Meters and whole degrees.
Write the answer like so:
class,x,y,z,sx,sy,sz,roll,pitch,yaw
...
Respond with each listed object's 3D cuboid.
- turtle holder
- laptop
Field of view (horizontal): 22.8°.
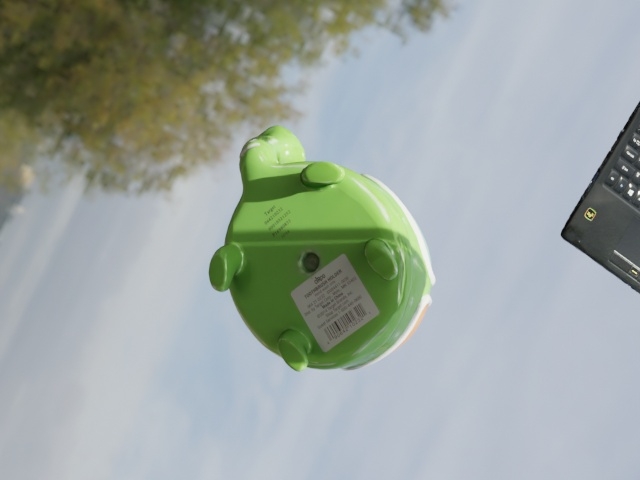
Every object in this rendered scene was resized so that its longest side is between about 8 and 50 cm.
class,x,y,z,sx,sy,sz,roll,pitch,yaw
turtle holder,-0.003,0.020,1.965,0.227,0.320,0.243,11,106,-64
laptop,0.402,-0.048,1.492,0.264,0.234,0.136,-58,-151,-2
